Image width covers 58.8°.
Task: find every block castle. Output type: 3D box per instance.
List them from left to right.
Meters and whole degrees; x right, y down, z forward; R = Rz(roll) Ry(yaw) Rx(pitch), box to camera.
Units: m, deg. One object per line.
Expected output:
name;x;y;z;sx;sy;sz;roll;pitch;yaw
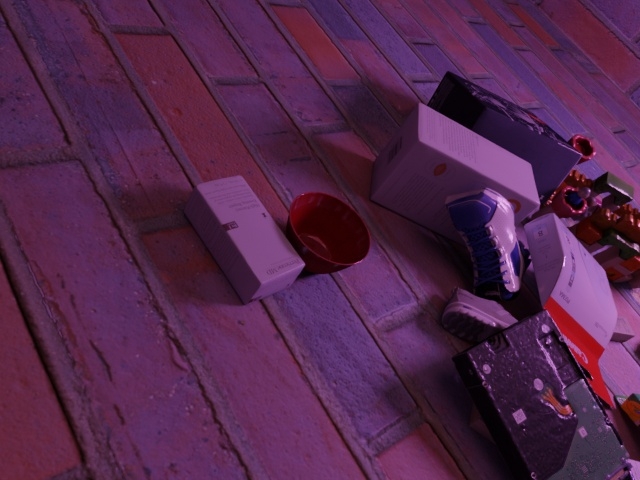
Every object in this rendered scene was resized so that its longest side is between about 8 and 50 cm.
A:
block castle;0.875;-0.083;1.679;0.454;0.213;0.302;30;60;-8

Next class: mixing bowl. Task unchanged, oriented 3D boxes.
mixing bowl;0.000;0.000;1.152;0.182;0.098;0.181;18;47;-20

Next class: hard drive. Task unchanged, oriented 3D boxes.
hard drive;0.428;0.329;1.095;0.237;0.064;0.338;-21;76;-27

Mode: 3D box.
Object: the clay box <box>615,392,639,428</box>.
clay box;0.798;0.434;1.309;0.128;0.053;0.222;14;30;-26

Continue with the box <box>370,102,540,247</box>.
box;0.329;-0.147;1.417;0.346;0.215;0.168;25;43;-14

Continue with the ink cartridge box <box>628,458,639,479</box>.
ink cartridge box;0.781;0.583;1.199;0.371;0.069;0.175;20;44;-22

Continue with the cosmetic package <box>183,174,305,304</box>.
cosmetic package;-0.145;-0.006;1.070;0.117;0.085;0.231;-22;67;-43

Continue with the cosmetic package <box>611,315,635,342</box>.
cosmetic package;0.778;0.233;1.519;0.115;0.041;0.060;13;47;-25

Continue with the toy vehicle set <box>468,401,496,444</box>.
toy vehicle set;0.432;0.377;1.162;0.267;0.035;0.166;34;42;-4

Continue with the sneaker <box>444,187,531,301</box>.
sneaker;0.404;0.037;1.327;0.315;0.128;0.182;49;43;-32

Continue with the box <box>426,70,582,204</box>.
box;0.506;-0.300;1.641;0.344;0.178;0.312;18;30;-21

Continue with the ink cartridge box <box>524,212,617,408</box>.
ink cartridge box;0.630;0.163;1.365;0.308;0.091;0.384;37;39;-33

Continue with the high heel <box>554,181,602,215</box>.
high heel;0.849;-0.150;1.887;0.244;0.082;0.117;31;24;5

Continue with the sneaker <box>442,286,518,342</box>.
sneaker;0.407;0.186;1.260;0.281;0.105;0.115;29;43;-9
